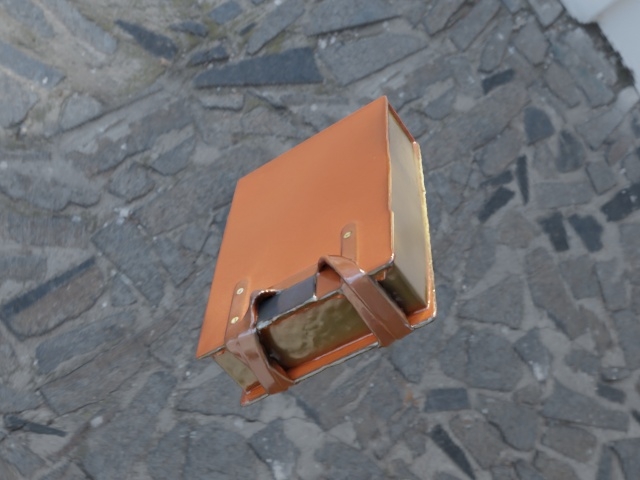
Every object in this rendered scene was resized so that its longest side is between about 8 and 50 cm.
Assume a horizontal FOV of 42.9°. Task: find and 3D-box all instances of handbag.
[{"bbox_3d":[0.000,0.000,0.490,0.063,0.127,0.190,52,22,-27],"label":"handbag"}]
